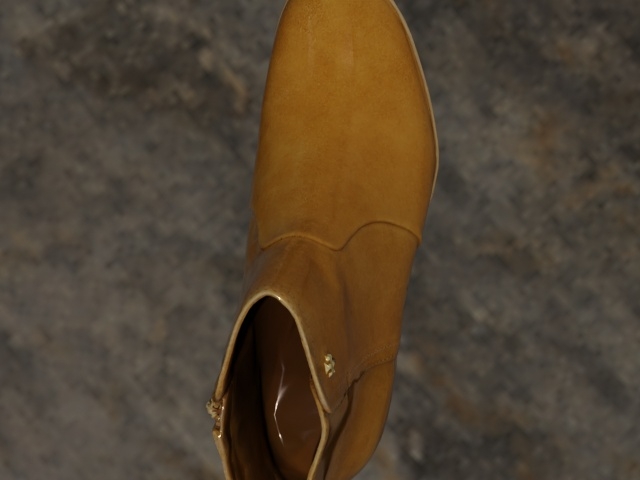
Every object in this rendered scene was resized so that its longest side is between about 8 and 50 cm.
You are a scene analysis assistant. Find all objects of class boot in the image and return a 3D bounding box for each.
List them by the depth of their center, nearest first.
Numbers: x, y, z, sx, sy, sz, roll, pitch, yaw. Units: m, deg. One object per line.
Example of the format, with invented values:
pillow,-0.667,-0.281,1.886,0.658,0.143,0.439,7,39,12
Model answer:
boot,-0.001,0.001,1.086,0.104,0.211,0.295,1,100,13
